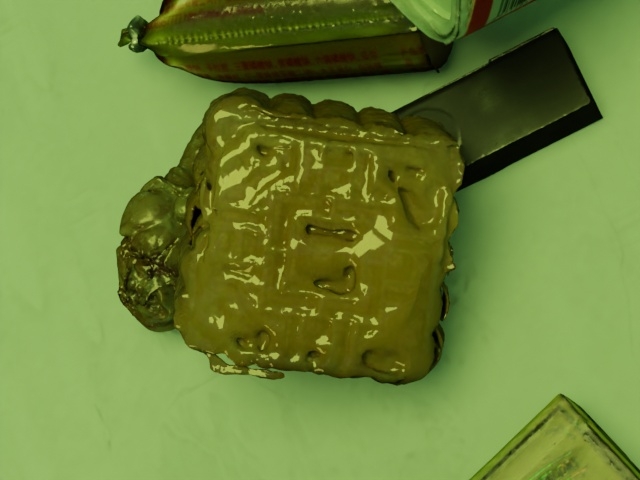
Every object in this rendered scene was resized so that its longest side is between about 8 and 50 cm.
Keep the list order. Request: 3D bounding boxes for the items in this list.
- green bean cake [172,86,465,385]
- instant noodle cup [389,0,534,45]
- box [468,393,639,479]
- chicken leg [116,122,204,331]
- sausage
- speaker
[{"bbox_3d":[0.000,0.000,1.529,0.230,0.131,0.224,8,98,-1],"label":"green bean cake"},{"bbox_3d":[0.169,-0.327,1.494,0.308,0.294,0.294,-33,64,-18],"label":"instant noodle cup"},{"bbox_3d":[0.215,0.245,1.468,0.141,0.064,0.220,-44,64,5],"label":"box"},{"bbox_3d":[-0.115,-0.031,1.646,0.088,0.103,0.227,14,75,34],"label":"chicken leg"},{"bbox_3d":[-0.037,-0.191,1.657,0.317,0.117,0.125,-5,41,19],"label":"sausage"},{"bbox_3d":[0.123,-0.095,1.611,0.218,0.044,0.082,-26,67,11],"label":"speaker"}]
